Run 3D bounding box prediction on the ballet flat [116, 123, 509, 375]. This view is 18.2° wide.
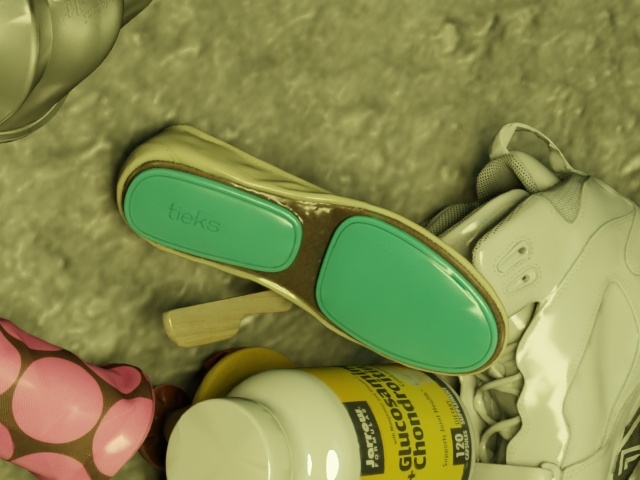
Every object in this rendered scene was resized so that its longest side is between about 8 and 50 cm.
[{"bbox_3d":[0.000,0.000,1.189,0.248,0.086,0.086,26,76,-1],"label":"ballet flat"}]

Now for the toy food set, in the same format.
[{"bbox_3d":[-0.058,0.134,1.207,0.128,0.071,0.218,-22,104,-51],"label":"toy food set"}]

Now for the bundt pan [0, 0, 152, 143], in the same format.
[{"bbox_3d":[-0.211,-0.207,1.040,0.331,0.124,0.331,11,72,-36],"label":"bundt pan"}]

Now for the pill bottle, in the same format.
[{"bbox_3d":[0.000,0.123,1.140,0.184,0.103,0.103,2,89,-53],"label":"pill bottle"}]

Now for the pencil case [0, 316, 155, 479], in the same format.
[{"bbox_3d":[-0.198,0.065,1.112,0.209,0.098,0.095,33,120,-25],"label":"pencil case"}]

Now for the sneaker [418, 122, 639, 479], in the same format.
[{"bbox_3d":[0.115,0.107,1.262,0.210,0.137,0.366,38,68,-22],"label":"sneaker"}]
